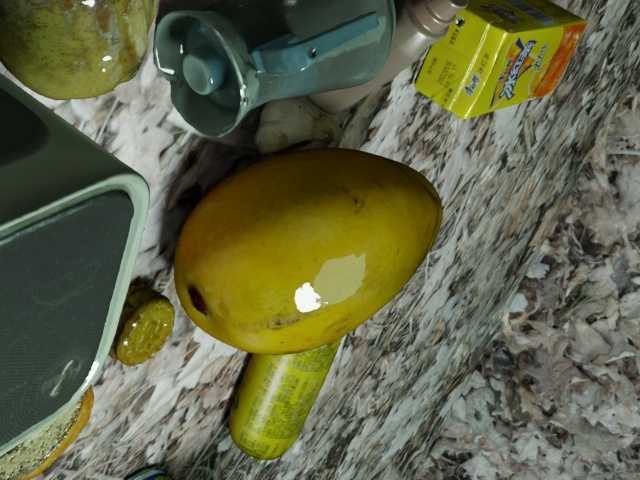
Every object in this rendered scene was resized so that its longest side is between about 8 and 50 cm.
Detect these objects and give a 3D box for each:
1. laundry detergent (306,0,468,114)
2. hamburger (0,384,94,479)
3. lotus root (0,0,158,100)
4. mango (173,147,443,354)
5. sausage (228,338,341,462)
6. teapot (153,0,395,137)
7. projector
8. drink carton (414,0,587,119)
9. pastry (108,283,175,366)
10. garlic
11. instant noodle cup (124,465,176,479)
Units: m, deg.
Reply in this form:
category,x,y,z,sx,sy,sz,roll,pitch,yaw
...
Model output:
category,x,y,z,sx,sy,sz,roll,pitch,yaw
laundry detergent,0.086,-0.257,1.397,0.237,0.076,0.171,-30,-153,45
hamburger,-0.310,0.210,1.376,0.176,0.087,0.102,-57,159,-3
lotus root,-0.196,-0.222,0.889,0.154,0.154,0.278,-44,158,-28
mango,0.000,0.000,1.499,0.300,0.232,0.445,-26,179,32
sausage,-0.058,0.217,1.905,0.123,0.123,0.347,-25,143,-55
teapot,-0.035,-0.207,1.213,0.225,0.203,0.171,-33,114,-34
projector,-0.304,0.008,0.844,0.248,0.249,0.249,-32,151,-48
drink carton,0.295,-0.300,1.915,0.351,0.111,0.155,-22,141,-57
pastry,-0.225,0.104,1.448,0.109,0.057,0.097,-33,149,-48
garlic,-0.035,-0.146,1.464,0.113,0.094,0.074,-34,120,-38
instant noodle cup,-0.194,0.508,1.775,0.284,0.312,0.284,-44,157,-24
